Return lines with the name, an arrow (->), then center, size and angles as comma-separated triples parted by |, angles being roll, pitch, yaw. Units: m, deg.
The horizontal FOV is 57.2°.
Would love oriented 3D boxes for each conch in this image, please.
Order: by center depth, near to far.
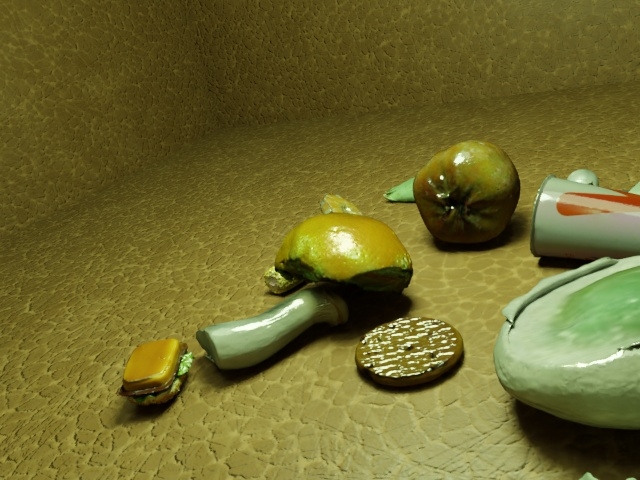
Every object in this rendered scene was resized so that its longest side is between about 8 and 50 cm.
conch -> 0.294, -0.166, 1.913 | 0.170, 0.079, 0.105 | -6, 8, 35

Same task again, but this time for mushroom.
mushroom -> -0.102, 0.179, 1.269 | 0.328, 0.122, 0.159 | -19, 32, -14

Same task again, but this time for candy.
candy -> 0.480, 0.155, 0.899 | 0.426, 0.186, 0.386 | -15, 14, 4

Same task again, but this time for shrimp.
shrimp -> 0.093, -0.042, 1.718 | 0.164, 0.062, 0.317 | 10, 32, -25

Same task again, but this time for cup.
cup -> 0.630, -0.032, 1.276 | 0.288, 0.203, 0.203 | 13, 34, 36

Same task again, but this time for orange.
orange -> 0.048, 0.034, 1.342 | 0.262, 0.196, 0.334 | -5, 9, -30

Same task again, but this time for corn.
corn -> -0.037, 0.057, 1.562 | 0.248, 0.081, 0.081 | -31, 28, -34

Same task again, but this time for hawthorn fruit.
hawthorn fruit -> 0.389, -0.136, 1.545 | 0.267, 0.268, 0.301 | 0, 17, 29

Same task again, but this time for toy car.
toy car -> 0.691, -0.134, 1.547 | 0.112, 0.112, 0.139 | -3, 26, 26

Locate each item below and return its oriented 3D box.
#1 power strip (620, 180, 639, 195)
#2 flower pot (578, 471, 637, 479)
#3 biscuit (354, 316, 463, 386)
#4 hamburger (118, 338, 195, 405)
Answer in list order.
power strip -> 0.826, -0.100, 1.412 | 0.256, 0.092, 0.251 | 8, 31, 40
flower pot -> 0.405, 0.333, 0.562 | 0.367, 0.165, 0.254 | -14, 17, 4
biscuit -> 0.171, 0.212, 1.139 | 0.212, 0.036, 0.212 | -11, 23, 5
hamburger -> -0.333, 0.277, 1.214 | 0.137, 0.087, 0.166 | -10, 24, 8
